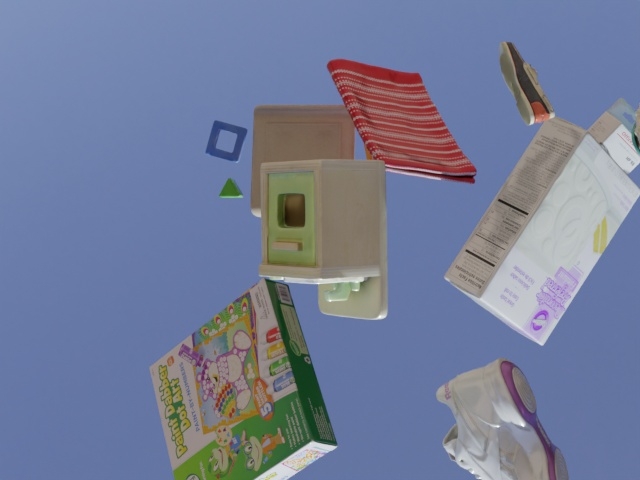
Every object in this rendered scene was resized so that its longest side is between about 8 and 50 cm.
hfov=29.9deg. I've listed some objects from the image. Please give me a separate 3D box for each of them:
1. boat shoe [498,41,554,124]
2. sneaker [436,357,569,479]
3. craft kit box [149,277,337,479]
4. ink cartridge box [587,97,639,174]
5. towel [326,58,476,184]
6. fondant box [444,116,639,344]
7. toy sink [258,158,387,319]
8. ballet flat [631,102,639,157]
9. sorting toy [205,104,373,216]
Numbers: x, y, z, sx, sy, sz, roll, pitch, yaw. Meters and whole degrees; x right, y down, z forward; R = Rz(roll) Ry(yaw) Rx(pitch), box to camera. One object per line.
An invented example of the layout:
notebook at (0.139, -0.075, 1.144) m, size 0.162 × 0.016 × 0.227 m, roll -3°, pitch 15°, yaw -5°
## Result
boat shoe at (0.303, -0.236, 1.778) m, size 0.043 × 0.049 × 0.137 m, roll -17°, pitch -106°, yaw -10°
sneaker at (0.276, 0.322, 1.794) m, size 0.152 × 0.305 × 0.114 m, roll -20°, pitch -169°, yaw 23°
craft kit box at (-0.111, 0.218, 1.603) m, size 0.246 × 0.061 × 0.250 m, roll -40°, pitch -128°, yaw 30°
ink cartridge box at (0.548, -0.169, 2.278) m, size 0.180 × 0.104 × 0.060 m, roll -47°, pitch -147°, yaw 10°
towel at (0.133, -0.203, 1.998) m, size 0.198 × 0.031 × 0.275 m, roll 6°, pitch -139°, yaw -30°
fondant box at (0.386, -0.013, 2.055) m, size 0.096 × 0.238 × 0.330 m, roll 33°, pitch -91°, yaw 44°
toy sink at (0.000, 0.000, 1.755) m, size 0.131 × 0.234 × 0.152 m, roll -3°, pitch -177°, yaw -37°
ballet flat at (0.678, -0.270, 2.241) m, size 0.147 × 0.147 × 0.409 m, roll -5°, pitch -147°, yaw 23°
sorting toy at (-0.027, -0.137, 2.093) m, size 0.347 × 0.196 × 0.047 m, roll 1°, pitch 180°, yaw 9°
